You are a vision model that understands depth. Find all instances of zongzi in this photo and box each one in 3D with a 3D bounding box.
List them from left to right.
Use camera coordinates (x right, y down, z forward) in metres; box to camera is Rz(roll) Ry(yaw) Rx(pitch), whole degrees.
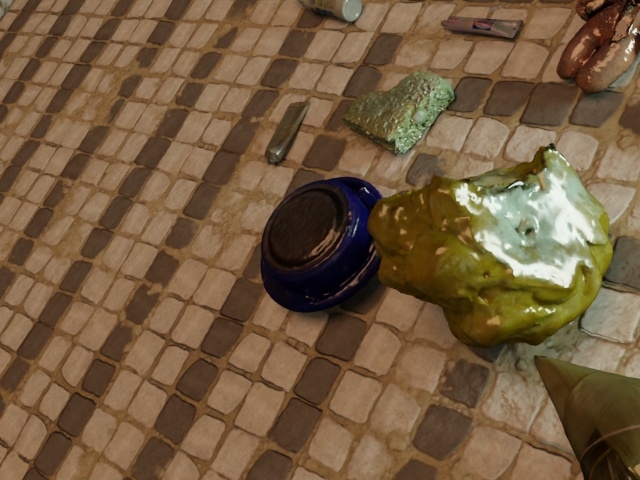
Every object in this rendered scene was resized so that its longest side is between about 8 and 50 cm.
[{"bbox_3d":[0.433,0.196,1.065,0.289,0.154,0.317,-26,42,10],"label":"zongzi"}]

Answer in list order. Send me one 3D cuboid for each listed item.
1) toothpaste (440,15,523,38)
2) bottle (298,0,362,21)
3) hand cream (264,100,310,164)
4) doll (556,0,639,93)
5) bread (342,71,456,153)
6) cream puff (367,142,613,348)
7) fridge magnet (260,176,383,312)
[{"bbox_3d":[0.298,-0.402,1.649,0.170,0.028,0.045,17,65,40],"label":"toothpaste"},{"bbox_3d":[0.002,-0.529,1.929,0.217,0.060,0.060,31,81,43],"label":"bottle"},{"bbox_3d":[-0.072,-0.222,1.800,0.057,0.037,0.165,2,55,37],"label":"hand cream"},{"bbox_3d":[0.494,-0.385,1.411,0.303,0.156,0.201,-50,51,3],"label":"doll"},{"bbox_3d":[0.133,-0.232,1.628,0.232,0.064,0.172,-14,52,30],"label":"bread"},{"bbox_3d":[0.239,0.029,1.260,0.270,0.323,0.274,-43,63,61],"label":"cream puff"},{"bbox_3d":[0.000,0.000,1.530,0.265,0.113,0.265,-21,49,26],"label":"fridge magnet"}]
